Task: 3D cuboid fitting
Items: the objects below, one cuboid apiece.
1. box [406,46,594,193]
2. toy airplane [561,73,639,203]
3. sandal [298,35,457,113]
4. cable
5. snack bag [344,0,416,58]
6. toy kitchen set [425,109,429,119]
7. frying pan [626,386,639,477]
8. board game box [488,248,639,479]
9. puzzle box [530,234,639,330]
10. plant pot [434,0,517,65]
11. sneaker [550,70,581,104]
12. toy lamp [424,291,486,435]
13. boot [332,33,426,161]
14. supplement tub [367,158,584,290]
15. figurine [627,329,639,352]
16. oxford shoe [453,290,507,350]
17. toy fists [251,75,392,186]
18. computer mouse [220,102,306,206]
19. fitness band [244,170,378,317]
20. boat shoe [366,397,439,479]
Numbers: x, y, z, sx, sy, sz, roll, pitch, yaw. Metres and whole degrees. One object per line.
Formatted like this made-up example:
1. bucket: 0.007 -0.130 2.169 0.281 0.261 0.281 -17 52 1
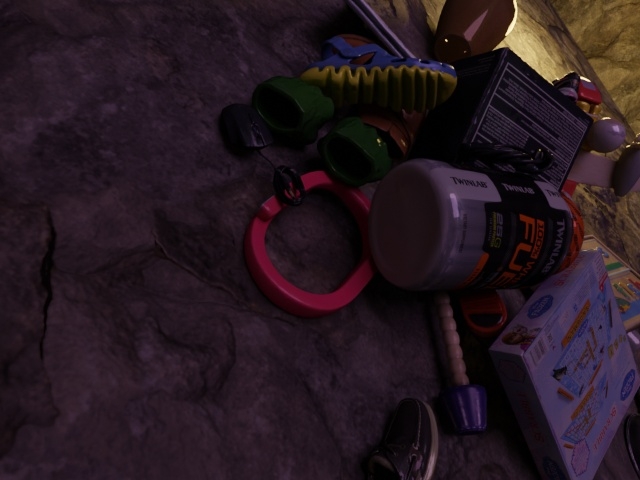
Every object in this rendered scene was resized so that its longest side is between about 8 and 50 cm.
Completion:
1. box: 0.373 -0.194 1.017 0.296 0.182 0.294 25 88 -25
2. toy airplane: 0.675 -0.226 1.252 0.386 0.272 0.384 -33 92 -17
3. sandal: 0.114 -0.340 0.939 0.317 0.126 0.138 5 65 -1
4. cable: 0.315 -0.144 0.820 0.150 0.047 0.184 8 17 11
5. snack bag: 0.179 -0.501 1.176 0.323 0.037 0.342 43 22 -9
6. toy kitchen set: 0.372 -0.304 1.173 0.166 0.207 0.122 25 49 -36
7. frying pan: 0.812 0.470 1.127 0.197 0.053 0.326 50 47 -2
8. board game box: 0.460 0.230 0.854 0.318 0.066 0.318 -35 107 -32
9. puzzle box: 0.678 0.108 1.173 0.409 0.052 0.272 -8 48 -38
10. plant pot: 0.460 -0.659 1.485 0.237 0.237 0.254 41 60 -10
11. sneaker: 0.532 -0.325 1.065 0.072 0.178 0.077 25 89 -7
12. toy lamp: 0.227 0.189 0.813 0.080 0.080 0.275 19 50 -29
13. boot: 0.107 -0.315 1.045 0.283 0.109 0.220 37 54 -14
14. supplement tub: 0.268 -0.019 0.794 0.338 0.207 0.207 2 61 -29
15. figurine: 0.685 0.211 1.168 0.215 0.092 0.209 -23 74 -46
16. oxford shoe: 0.305 0.096 0.947 0.271 0.096 0.098 -86 159 -45
17. toy fists: 0.008 -0.200 0.853 0.279 0.096 0.142 36 35 5
18. computer mouse: -0.091 -0.148 0.755 0.071 0.041 0.242 -16 57 -38
19. fitness band: 0.000 0.000 0.772 0.209 0.054 0.291 51 44 -3
20. boat shoe: 0.099 0.306 0.624 0.073 0.080 0.224 39 49 -19
